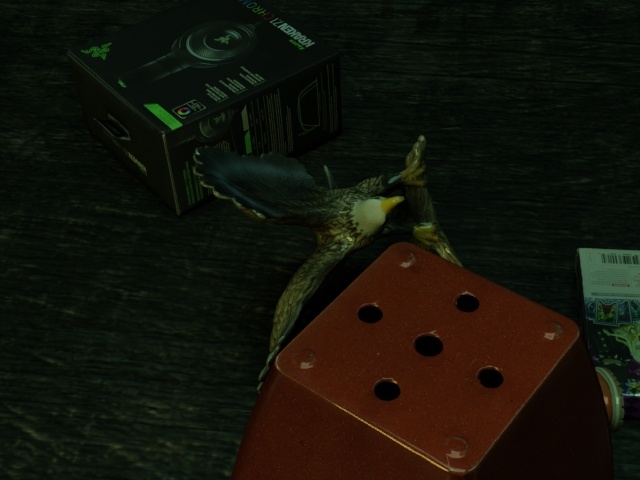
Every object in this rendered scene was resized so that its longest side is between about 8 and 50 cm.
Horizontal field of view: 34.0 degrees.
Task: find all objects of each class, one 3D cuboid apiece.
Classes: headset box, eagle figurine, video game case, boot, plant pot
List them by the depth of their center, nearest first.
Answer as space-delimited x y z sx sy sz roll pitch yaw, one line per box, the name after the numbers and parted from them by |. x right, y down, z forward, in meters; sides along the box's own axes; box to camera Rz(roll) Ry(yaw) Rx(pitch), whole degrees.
0.087 0.164 0.888 0.267 0.236 0.267 26 50 29 | plant pot
0.222 0.143 0.992 0.084 0.059 0.158 -1 9 -17 | boot
0.003 -0.006 1.082 0.298 0.225 0.226 -22 56 -29 | eagle figurine
0.386 0.095 1.084 0.232 0.042 0.210 2 43 6 | video game case
-0.156 -0.189 1.360 0.283 0.131 0.246 -29 48 -24 | headset box
